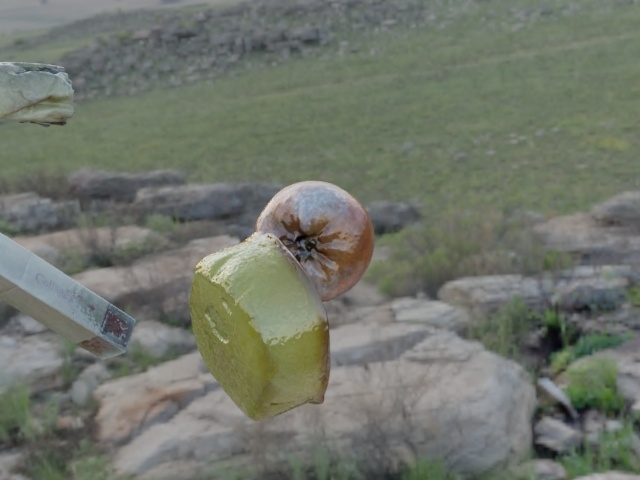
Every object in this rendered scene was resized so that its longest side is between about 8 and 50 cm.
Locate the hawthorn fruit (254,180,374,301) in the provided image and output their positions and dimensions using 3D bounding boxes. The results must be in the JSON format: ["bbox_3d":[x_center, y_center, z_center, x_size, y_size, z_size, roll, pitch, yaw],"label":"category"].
[{"bbox_3d":[-0.004,0.012,1.924,0.235,0.263,0.231,-49,54,-6],"label":"hawthorn fruit"}]

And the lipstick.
[{"bbox_3d":[-0.503,0.092,1.805,0.080,0.371,0.076,-19,45,38],"label":"lipstick"}]

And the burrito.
[{"bbox_3d":[-0.756,-0.350,2.366,0.332,0.135,0.190,-8,44,-41],"label":"burrito"}]

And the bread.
[{"bbox_3d":[-0.083,0.127,1.452,0.148,0.270,0.270,-22,23,-26],"label":"bread"}]
